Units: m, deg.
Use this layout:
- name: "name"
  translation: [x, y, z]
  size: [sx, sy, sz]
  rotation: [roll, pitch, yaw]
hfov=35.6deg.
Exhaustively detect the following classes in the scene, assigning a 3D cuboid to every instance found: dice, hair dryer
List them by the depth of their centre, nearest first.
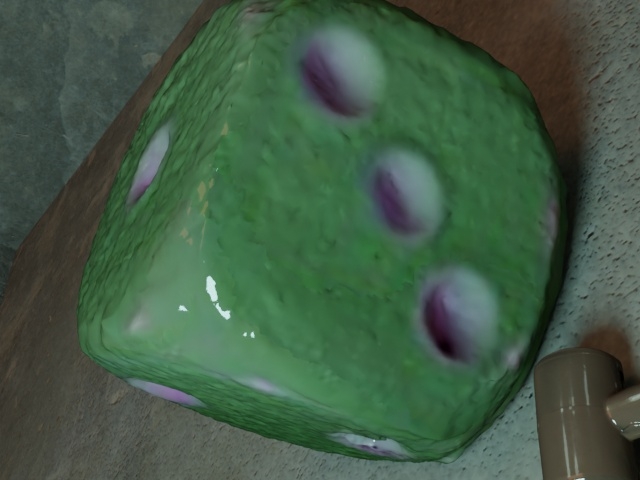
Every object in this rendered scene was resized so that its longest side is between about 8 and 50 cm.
- name: "hair dryer"
  translation: [0.222, 0.109, 0.649]
  size: [0.181, 0.064, 0.117]
  rotation: [-34, 38, 36]
- name: "dice"
  translation: [0.000, 0.000, 0.856]
  size: [0.318, 0.330, 0.322]
  rotation: [-19, 49, 61]
